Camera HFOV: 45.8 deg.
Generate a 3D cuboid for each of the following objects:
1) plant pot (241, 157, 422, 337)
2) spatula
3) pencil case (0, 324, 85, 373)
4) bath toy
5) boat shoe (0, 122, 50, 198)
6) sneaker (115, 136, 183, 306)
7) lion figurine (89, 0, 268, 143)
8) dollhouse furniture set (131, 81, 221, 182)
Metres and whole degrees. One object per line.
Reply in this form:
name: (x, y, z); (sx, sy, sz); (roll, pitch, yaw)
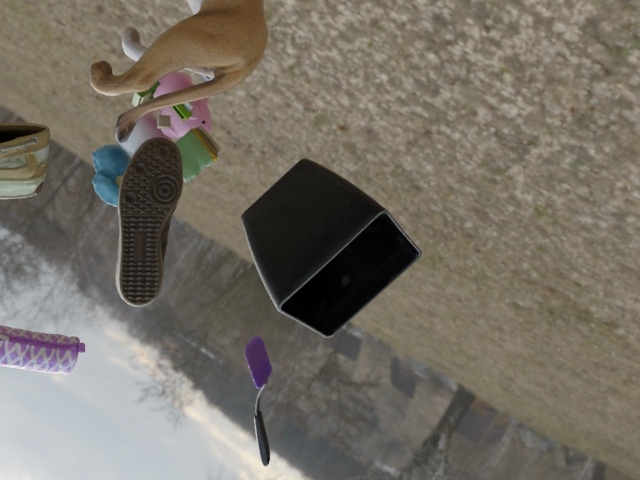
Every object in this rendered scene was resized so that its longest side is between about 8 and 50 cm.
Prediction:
plant pot: (0.000, 0.000, 1.062); (0.167, 0.188, 0.187); (49, -176, 29)
spatula: (-0.121, 0.335, 1.545); (0.030, 0.296, 0.084); (6, -158, 17)
pencil case: (-0.586, 0.213, 1.512); (0.206, 0.088, 0.086); (17, -138, -39)
bath toy: (-0.245, -0.206, 1.256); (0.151, 0.348, 0.129); (46, -158, 1)
boat shoe: (-0.305, -0.075, 0.586); (0.190, 0.072, 0.068); (-8, -134, -43)
sneaker: (-0.200, -0.023, 0.852); (0.066, 0.188, 0.071); (11, -178, -18)
lion figurine: (-0.113, -0.300, 0.848); (0.240, 0.392, 0.142); (4, -178, 6)
dollhouse furniture set: (-0.215, -0.169, 1.134); (0.151, 0.076, 0.058); (51, 158, -6)
